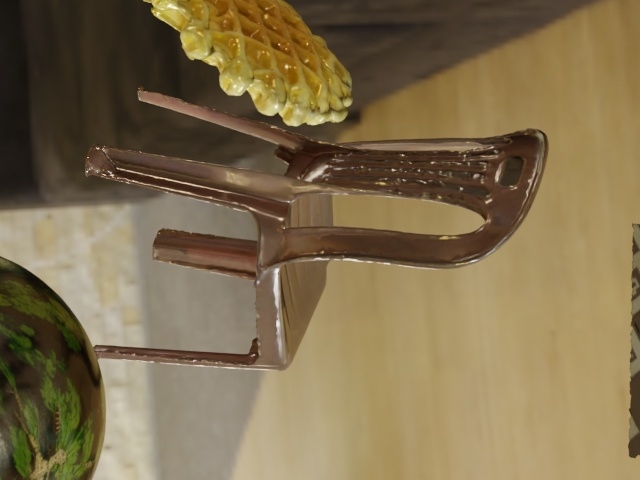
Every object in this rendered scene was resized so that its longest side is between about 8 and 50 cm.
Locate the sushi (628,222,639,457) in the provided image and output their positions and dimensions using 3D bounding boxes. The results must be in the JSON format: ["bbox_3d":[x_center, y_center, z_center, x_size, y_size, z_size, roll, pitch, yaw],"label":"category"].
[{"bbox_3d":[0.395,0.101,1.583,0.047,0.231,0.219,-9,76,56],"label":"sushi"}]

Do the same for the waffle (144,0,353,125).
[{"bbox_3d":[-0.068,-0.215,1.765,0.056,0.250,0.261,-49,-6,21],"label":"waffle"}]

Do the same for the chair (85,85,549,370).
[{"bbox_3d":[0.000,0.000,1.258,0.175,0.326,0.183,-64,-21,-52],"label":"chair"}]

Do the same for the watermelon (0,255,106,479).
[{"bbox_3d":[-0.272,0.119,1.073,0.269,0.269,0.269,176,90,-71],"label":"watermelon"}]
